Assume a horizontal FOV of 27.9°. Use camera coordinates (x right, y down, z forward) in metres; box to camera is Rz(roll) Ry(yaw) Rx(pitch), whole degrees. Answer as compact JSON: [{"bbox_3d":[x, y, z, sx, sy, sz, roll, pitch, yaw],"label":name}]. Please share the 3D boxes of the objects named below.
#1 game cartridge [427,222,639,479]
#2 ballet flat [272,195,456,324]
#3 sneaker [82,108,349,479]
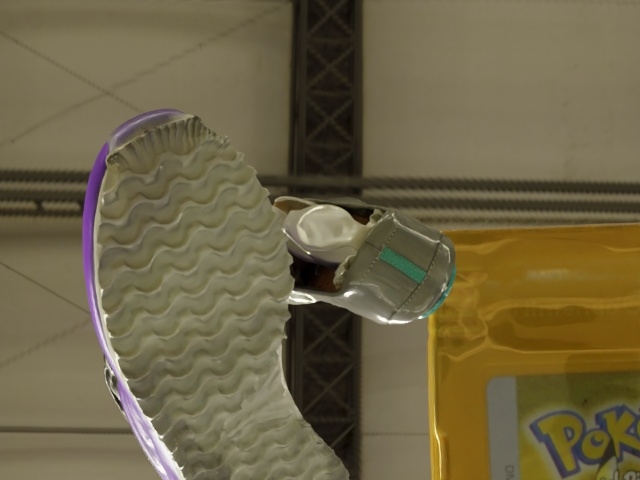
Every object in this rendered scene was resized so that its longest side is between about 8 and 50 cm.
[{"bbox_3d":[0.214,0.149,0.851,0.285,0.053,0.324,-3,-88,1],"label":"game cartridge"},{"bbox_3d":[0.000,0.000,0.729,0.068,0.213,0.072,31,-99,-24],"label":"ballet flat"},{"bbox_3d":[-0.079,0.054,0.702,0.102,0.146,0.293,-28,-55,-22],"label":"sneaker"}]
